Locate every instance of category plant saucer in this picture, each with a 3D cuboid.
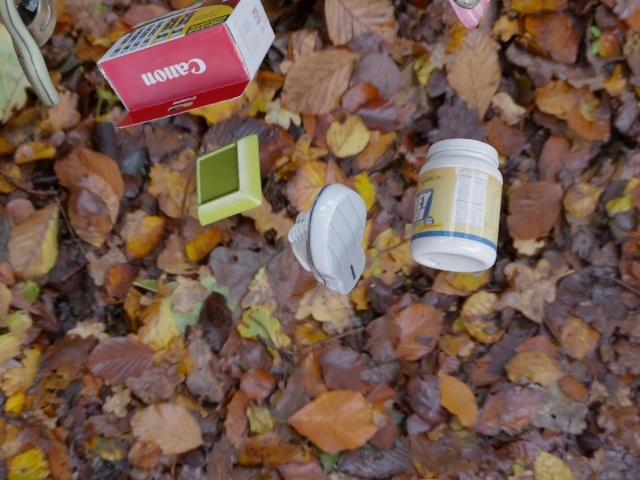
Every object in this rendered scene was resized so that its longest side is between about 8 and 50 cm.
[{"bbox_3d":[0.356,-0.724,1.529,0.084,0.332,0.333,-21,86,26],"label":"plant saucer"},{"bbox_3d":[-0.231,-0.151,1.392,0.188,0.045,0.188,-17,68,28],"label":"plant saucer"}]

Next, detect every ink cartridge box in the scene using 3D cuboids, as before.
[{"bbox_3d":[-0.282,-0.381,1.215,0.309,0.130,0.272,-9,40,20],"label":"ink cartridge box"}]

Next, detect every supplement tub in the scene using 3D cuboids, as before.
[{"bbox_3d":[0.235,-0.058,1.006,0.144,0.144,0.200,11,74,-4],"label":"supplement tub"}]

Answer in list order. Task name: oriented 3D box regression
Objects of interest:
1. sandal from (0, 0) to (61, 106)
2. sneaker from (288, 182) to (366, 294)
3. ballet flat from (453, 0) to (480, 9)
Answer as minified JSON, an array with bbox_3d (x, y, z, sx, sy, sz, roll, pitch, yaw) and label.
[{"bbox_3d":[-0.468,-0.360,0.944,0.086,0.303,0.120,-24,56,-20],"label":"sandal"},{"bbox_3d":[0.000,0.000,0.741,0.091,0.258,0.094,28,70,15],"label":"sneaker"},{"bbox_3d":[0.245,-0.509,0.984,0.084,0.058,0.250,9,74,-26],"label":"ballet flat"}]
